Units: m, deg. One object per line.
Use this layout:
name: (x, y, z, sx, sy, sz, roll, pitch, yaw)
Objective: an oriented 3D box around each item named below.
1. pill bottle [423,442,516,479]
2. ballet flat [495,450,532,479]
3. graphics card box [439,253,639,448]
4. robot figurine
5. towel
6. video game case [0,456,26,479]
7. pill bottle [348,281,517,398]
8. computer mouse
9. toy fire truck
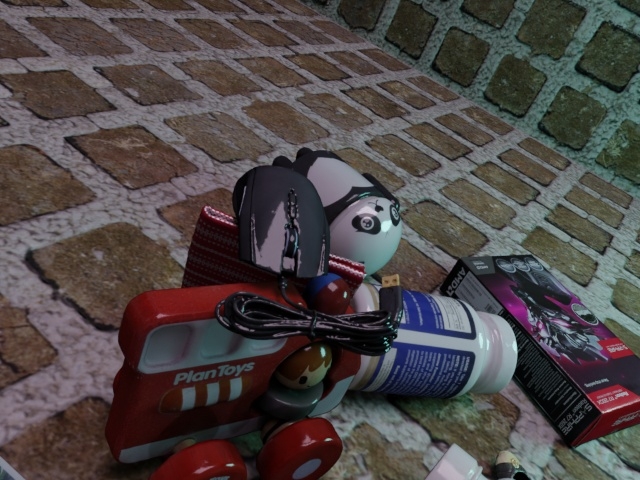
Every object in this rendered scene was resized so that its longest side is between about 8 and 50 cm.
pill bottle: (0.209, 0.343, 0.648, 0.229, 0.131, 0.131, 38, 34, 21)
ballet flat: (0.279, 0.350, 0.764, 0.058, 0.049, 0.173, 12, 34, -22)
graphics card box: (0.418, 0.176, 1.073, 0.233, 0.094, 0.371, -1, 39, -35)
robot figurine: (0.021, -0.056, 1.063, 0.278, 0.209, 0.173, 45, 1, 30)
towel: (-0.076, 0.071, 0.738, 0.199, 0.275, 0.031, 21, 53, -6)
video game case: (-0.349, 0.222, 0.456, 0.183, 0.023, 0.201, 57, 25, -19)
pill bottle: (0.145, 0.153, 0.865, 0.265, 0.153, 0.153, 12, 34, -21)
computer mouse: (0.000, 0.000, 0.593, 0.184, 0.060, 0.262, 14, 36, -13)
toy fire truck: (-0.074, 0.145, 0.632, 0.302, 0.253, 0.169, -2, 41, -36)
